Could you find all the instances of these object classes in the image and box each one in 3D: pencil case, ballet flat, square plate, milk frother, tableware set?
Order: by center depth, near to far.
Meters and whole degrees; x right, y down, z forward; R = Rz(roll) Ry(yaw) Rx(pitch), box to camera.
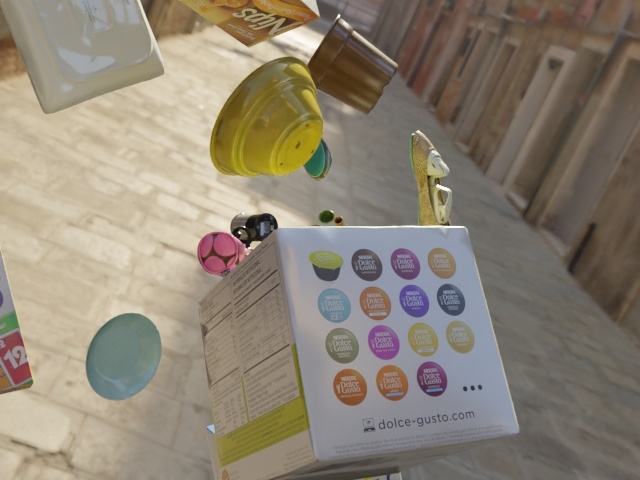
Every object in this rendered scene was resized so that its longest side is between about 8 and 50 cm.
[{"bbox_3d":[0.218,-0.109,1.731,0.067,0.206,0.073,0,17,35],"label":"ballet flat"},{"bbox_3d":[-0.154,0.043,1.765,0.098,0.095,0.209,-16,-15,15],"label":"pencil case"},{"bbox_3d":[-0.010,-0.182,1.816,0.070,0.070,0.188,13,38,-36],"label":"ballet flat"},{"bbox_3d":[-0.484,-0.468,1.850,0.049,0.347,0.344,-7,18,41],"label":"square plate"},{"bbox_3d":[0.000,0.000,2.033,0.104,0.154,0.024,29,-22,28],"label":"tableware set"},{"bbox_3d":[-0.223,-0.027,2.640,0.143,0.129,0.135,22,-13,-36],"label":"milk frother"}]

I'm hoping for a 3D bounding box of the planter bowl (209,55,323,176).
[{"bbox_3d":[-0.061,-0.168,1.403,0.090,0.217,0.217,39,19,24],"label":"planter bowl"}]

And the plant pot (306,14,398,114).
[{"bbox_3d":[0.062,-0.358,1.906,0.165,0.167,0.167,33,14,-6],"label":"plant pot"}]

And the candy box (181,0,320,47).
[{"bbox_3d":[-0.150,-0.511,1.862,0.183,0.087,0.316,-17,-13,20],"label":"candy box"}]

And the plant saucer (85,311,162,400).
[{"bbox_3d":[-0.432,0.247,1.957,0.037,0.194,0.195,11,2,43],"label":"plant saucer"}]

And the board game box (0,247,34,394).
[{"bbox_3d":[-0.528,0.110,1.374,0.124,0.039,0.259,-10,70,-32],"label":"board game box"}]

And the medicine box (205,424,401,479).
[{"bbox_3d":[-0.036,0.409,1.689,0.264,0.149,0.289,-14,9,-26],"label":"medicine box"}]

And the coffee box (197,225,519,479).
[{"bbox_3d":[0.038,0.188,1.411,0.338,0.338,0.334,0,68,-28],"label":"coffee box"}]
